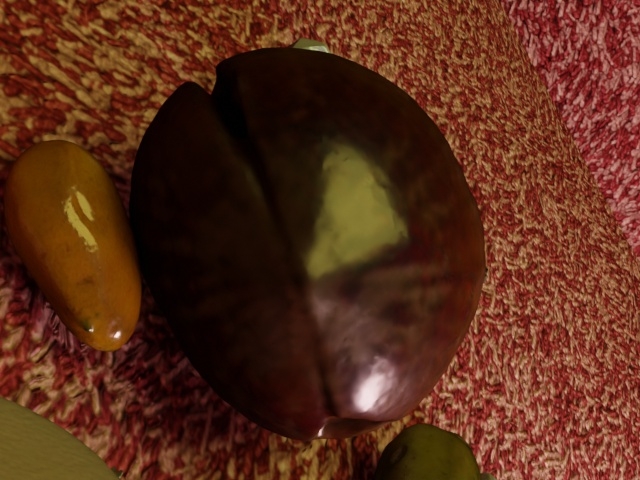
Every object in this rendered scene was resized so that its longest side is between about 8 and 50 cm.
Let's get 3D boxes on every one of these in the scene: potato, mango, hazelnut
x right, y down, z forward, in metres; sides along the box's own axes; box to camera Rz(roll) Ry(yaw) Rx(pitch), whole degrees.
[{"bbox_3d":[0.136,0.347,1.240,0.197,0.148,0.228,49,38,-48],"label":"potato"},{"bbox_3d":[-0.247,0.004,0.966,0.147,0.109,0.227,42,27,-76],"label":"mango"},{"bbox_3d":[0.000,0.000,1.057,0.402,0.402,0.429,-20,94,-60],"label":"hazelnut"}]

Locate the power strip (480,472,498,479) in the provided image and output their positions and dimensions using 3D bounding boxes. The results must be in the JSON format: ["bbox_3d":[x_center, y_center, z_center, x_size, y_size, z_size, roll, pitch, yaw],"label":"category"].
[{"bbox_3d":[0.213,0.500,1.301,0.062,0.091,0.385,42,36,-30],"label":"power strip"}]

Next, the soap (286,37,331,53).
[{"bbox_3d":[0.000,-0.134,1.387,0.289,0.173,0.095,54,31,-15],"label":"soap"}]

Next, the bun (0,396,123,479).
[{"bbox_3d":[-0.276,0.237,0.699,0.263,0.175,0.263,29,9,-5],"label":"bun"}]

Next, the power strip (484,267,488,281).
[{"bbox_3d":[0.227,0.083,1.692,0.080,0.048,0.286,58,30,-4],"label":"power strip"}]
